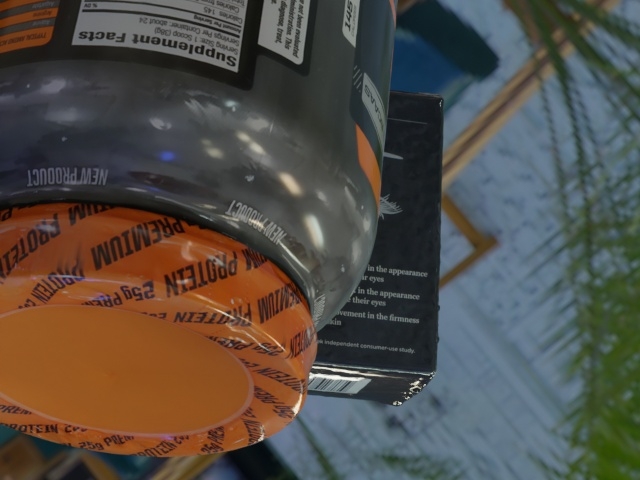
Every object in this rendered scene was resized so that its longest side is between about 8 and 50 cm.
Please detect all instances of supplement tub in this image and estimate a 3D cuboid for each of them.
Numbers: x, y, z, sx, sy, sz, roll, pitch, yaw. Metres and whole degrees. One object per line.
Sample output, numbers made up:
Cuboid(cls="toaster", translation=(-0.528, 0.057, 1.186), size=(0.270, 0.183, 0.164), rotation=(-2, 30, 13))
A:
Cuboid(cls="supplement tub", translation=(-0.039, -0.049, 0.397), size=(0.117, 0.117, 0.190), rotation=(130, -28, -54))

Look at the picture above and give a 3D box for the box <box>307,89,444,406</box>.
Cuboid(cls="box", translation=(0.000, 0.000, 1.075), size=(0.153, 0.207, 0.108), rotation=(7, 161, -9))
